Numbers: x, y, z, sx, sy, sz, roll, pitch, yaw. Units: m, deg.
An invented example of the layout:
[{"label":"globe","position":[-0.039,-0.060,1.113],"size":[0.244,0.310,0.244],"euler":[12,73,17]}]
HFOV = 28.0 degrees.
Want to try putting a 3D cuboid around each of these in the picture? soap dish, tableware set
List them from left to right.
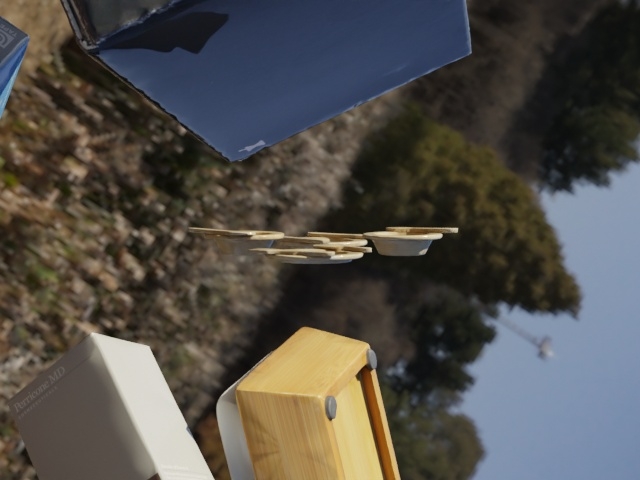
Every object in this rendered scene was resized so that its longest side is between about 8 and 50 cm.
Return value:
[{"label":"tableware set","position":[0.000,0.000,0.887],"size":[0.169,0.141,0.020],"euler":[-3,96,-47]},{"label":"soap dish","position":[0.005,0.254,1.343],"size":[0.118,0.290,0.229],"euler":[-10,-172,19]}]

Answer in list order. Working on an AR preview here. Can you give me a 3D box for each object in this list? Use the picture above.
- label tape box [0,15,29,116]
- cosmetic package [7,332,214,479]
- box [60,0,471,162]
[{"label":"label tape box","position":[-0.481,-0.084,1.412],"size":[0.249,0.115,0.347],"euler":[-52,-176,48]},{"label":"cosmetic package","position":[-0.187,0.219,1.217],"size":[0.127,0.238,0.107],"euler":[-40,155,14]},{"label":"box","position":[-0.097,-0.367,1.129],"size":[0.298,0.471,0.480],"euler":[-23,171,5]}]
